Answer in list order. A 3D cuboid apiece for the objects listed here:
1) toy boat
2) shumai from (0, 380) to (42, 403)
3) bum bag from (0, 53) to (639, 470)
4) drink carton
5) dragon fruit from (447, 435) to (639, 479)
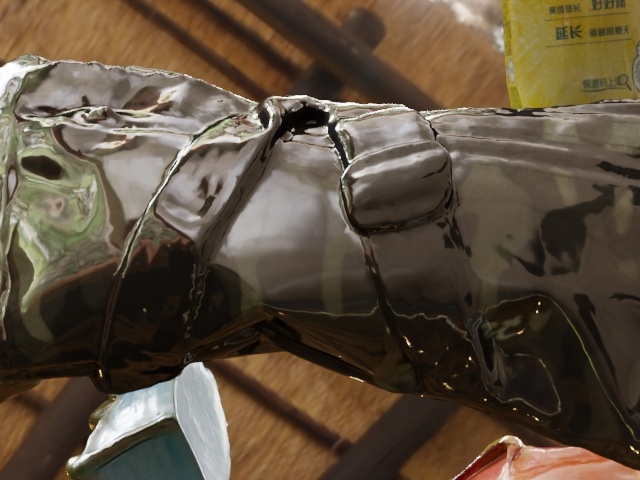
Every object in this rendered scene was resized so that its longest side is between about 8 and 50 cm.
[{"bbox_3d":[-0.091,0.101,0.592,0.185,0.077,0.075,-109,-5,-79],"label":"toy boat"},{"bbox_3d":[-0.263,0.073,0.739,0.166,0.205,0.176,43,-125,-51],"label":"shumai"},{"bbox_3d":[0.000,0.000,0.457,0.340,0.095,0.144,7,-118,10],"label":"bum bag"},{"bbox_3d":[0.131,-0.150,0.611,0.074,0.084,0.200,-78,-18,-82],"label":"drink carton"},{"bbox_3d":[0.155,0.253,0.828,0.224,0.227,0.224,56,-178,-3],"label":"dragon fruit"}]
